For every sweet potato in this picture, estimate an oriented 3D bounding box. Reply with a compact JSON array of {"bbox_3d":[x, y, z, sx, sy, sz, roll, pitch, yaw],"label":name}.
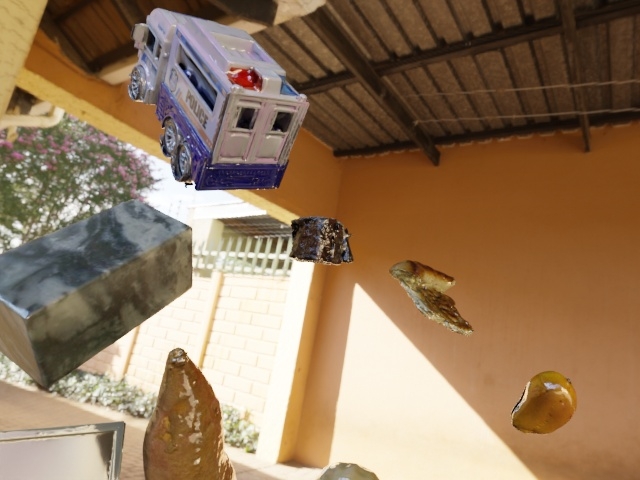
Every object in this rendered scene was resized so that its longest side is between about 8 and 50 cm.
[{"bbox_3d":[-0.207,0.308,0.654,0.131,0.337,0.131,-5,24,2],"label":"sweet potato"}]

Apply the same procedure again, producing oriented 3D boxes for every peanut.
[{"bbox_3d":[0.052,0.422,0.649,0.130,0.130,0.290,6,-36,18],"label":"peanut"}]

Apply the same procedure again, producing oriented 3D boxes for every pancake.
[{"bbox_3d":[0.236,0.099,0.940,0.212,0.056,0.257,34,17,-11],"label":"pancake"}]

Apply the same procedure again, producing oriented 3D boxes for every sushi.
[{"bbox_3d":[-0.002,0.000,0.751,0.098,0.084,0.094,-2,-8,27],"label":"sushi"}]

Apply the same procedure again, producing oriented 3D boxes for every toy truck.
[{"bbox_3d":[-0.138,-0.190,0.536,0.124,0.268,0.155,-8,-41,-40],"label":"toy truck"}]

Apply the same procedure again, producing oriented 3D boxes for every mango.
[{"bbox_3d":[0.494,0.360,0.951,0.105,0.159,0.084,32,30,15],"label":"mango"}]

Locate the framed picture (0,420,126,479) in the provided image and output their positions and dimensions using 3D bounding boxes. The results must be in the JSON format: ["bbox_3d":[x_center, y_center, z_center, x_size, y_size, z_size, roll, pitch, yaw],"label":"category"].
[{"bbox_3d":[-0.426,0.377,0.626,0.252,0.197,0.014,13,-25,-38],"label":"framed picture"}]

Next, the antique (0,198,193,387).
[{"bbox_3d":[-0.209,0.035,0.414,0.088,0.086,0.183,25,36,21],"label":"antique"}]
